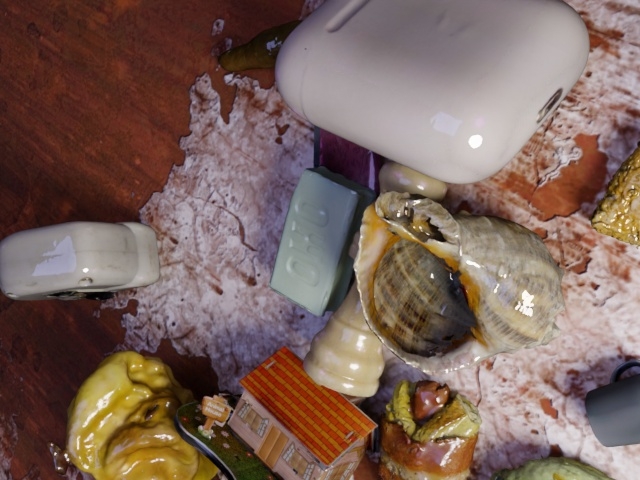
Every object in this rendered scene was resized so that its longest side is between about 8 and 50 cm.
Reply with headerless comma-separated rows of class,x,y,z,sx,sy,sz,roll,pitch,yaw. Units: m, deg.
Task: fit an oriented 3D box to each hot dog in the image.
hot dog,0.137,0.290,0.979,0.146,0.103,0.213,4,91,36

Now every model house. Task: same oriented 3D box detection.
model house,-0.040,0.265,1.045,0.294,0.207,0.154,35,104,31

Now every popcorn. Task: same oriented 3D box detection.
popcorn,-0.269,0.331,1.185,0.297,0.281,0.316,65,160,13

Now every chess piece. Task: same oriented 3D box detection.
chess piece,0.093,0.015,1.025,0.117,0.117,0.397,25,99,33

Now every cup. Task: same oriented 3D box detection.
cup,0.358,0.188,0.855,0.077,0.078,0.100,-25,39,36

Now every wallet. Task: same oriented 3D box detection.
wallet,0.041,-0.107,1.116,0.119,0.025,0.232,0,88,34

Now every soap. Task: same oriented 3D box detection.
soap,0.000,0.000,1.087,0.114,0.063,0.198,26,109,32

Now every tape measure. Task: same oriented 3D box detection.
tape measure,-0.436,0.045,1.315,0.258,0.265,0.130,-9,84,27

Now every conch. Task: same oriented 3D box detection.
conch,0.171,0.046,0.925,0.291,0.159,0.210,41,114,-2

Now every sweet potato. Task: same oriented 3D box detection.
sweet potato,-0.083,-0.311,1.192,0.273,0.067,0.067,-3,86,40

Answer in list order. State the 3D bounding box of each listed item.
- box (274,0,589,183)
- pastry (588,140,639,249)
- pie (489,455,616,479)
box,0.133,-0.226,0.933,0.349,0.141,0.289,30,67,32
pastry,0.378,-0.062,0.858,0.080,0.056,0.140,28,102,21
pie,0.263,0.380,0.894,0.201,0.090,0.248,22,96,37
